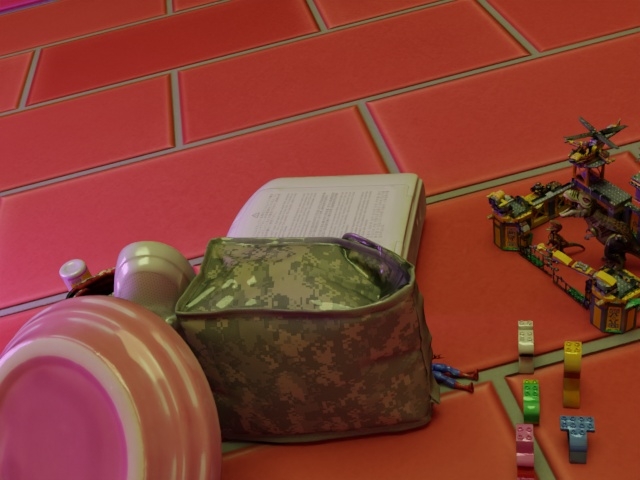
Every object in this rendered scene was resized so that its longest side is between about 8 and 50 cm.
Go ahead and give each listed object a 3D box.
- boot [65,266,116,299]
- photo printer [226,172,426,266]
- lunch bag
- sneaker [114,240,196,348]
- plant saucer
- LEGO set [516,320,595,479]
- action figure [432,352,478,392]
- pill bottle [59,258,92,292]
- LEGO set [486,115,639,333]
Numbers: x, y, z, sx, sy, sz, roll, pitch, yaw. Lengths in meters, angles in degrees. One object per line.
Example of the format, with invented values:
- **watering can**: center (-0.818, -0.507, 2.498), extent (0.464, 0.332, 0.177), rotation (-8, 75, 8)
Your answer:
- **boot**: center (-0.330, 0.155, 1.031), extent (0.236, 0.178, 0.085), rotation (-32, 42, -24)
- **photo printer**: center (0.000, 0.000, 1.184), extent (0.308, 0.107, 0.256), rotation (-1, 40, 16)
- **lunch bag**: center (0.000, 0.122, 0.930), extent (0.287, 0.235, 0.169), rotation (-1, 37, 16)
- **sneaker**: center (-0.200, 0.154, 0.917), extent (0.108, 0.292, 0.169), rotation (-1, 42, -4)
- **plant saucer**: center (-0.268, 0.228, 0.831), extent (0.332, 0.332, 0.084), rotation (9, 2, 25)
- **LEGO set**: center (0.279, 0.175, 0.898), extent (0.087, 0.093, 0.227), rotation (-1, 40, 15)
- **action figure**: center (0.149, 0.171, 0.995), extent (0.115, 0.030, 0.038), rotation (7, 48, 27)
- **pill bottle**: center (-0.391, 0.074, 1.226), extent (0.043, 0.083, 0.043), rotation (-8, 38, 6)
- **LEGO set**: center (0.396, -0.051, 1.062), extent (0.255, 0.192, 0.331), rotation (-20, 39, -8)
